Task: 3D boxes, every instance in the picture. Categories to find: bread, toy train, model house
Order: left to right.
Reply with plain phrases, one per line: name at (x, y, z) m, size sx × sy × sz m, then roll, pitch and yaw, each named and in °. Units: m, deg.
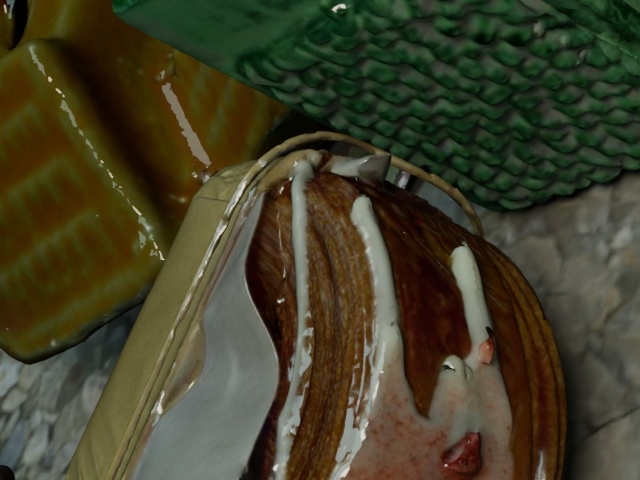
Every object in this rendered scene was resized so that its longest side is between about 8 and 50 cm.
model house at (-0.088, -0.073, 0.828) m, size 0.268 × 0.173 × 0.239 m, roll -30°, pitch 41°, yaw 34°
bread at (-0.001, 0.076, 0.644) m, size 0.212 × 0.142 × 0.224 m, roll 28°, pitch 93°, yaw 58°
toy train at (0.052, -0.144, 0.658) m, size 0.145 × 0.266 × 0.202 m, roll -21°, pitch 58°, yaw 38°

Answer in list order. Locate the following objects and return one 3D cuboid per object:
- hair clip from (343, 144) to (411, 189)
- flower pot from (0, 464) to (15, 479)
hair clip at (0.001, 0.000, 0.796) m, size 0.137 × 0.022 × 0.054 m, roll -56°, pitch 36°, yaw -3°
flower pot at (-0.275, 0.195, 0.758) m, size 0.302 × 0.302 × 0.213 m, roll -35°, pitch 53°, yaw 25°
